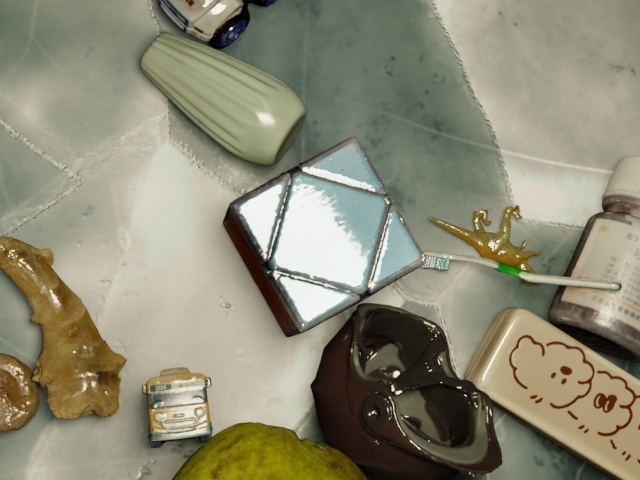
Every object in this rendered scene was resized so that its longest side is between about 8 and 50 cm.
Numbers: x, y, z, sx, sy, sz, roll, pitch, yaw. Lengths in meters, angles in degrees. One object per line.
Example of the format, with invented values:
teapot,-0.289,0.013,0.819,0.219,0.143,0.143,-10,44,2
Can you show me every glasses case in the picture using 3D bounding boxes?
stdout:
glasses case,0.383,0.237,1.772,0.336,0.076,0.144,31,83,-9

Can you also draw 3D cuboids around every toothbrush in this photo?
toothbrush,0.285,0.044,1.742,0.303,0.030,0.030,7,81,29

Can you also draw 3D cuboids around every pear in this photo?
pear,-0.071,0.444,1.579,0.351,0.352,0.414,9,89,-7

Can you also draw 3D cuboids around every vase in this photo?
vase,-0.145,-0.213,1.750,0.248,0.128,0.128,33,80,6

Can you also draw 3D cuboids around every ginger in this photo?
ginger,-0.375,0.124,1.689,0.131,0.086,0.295,-32,88,-26

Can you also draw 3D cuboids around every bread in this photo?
bread,-0.436,0.210,1.687,0.082,0.060,0.113,-17,88,-9

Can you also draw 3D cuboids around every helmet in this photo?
helmet,0.099,0.240,1.665,0.225,0.177,0.305,15,40,-43

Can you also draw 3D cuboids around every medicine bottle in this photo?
medicine bottle,0.458,0.027,1.778,0.165,0.165,0.273,26,82,-4

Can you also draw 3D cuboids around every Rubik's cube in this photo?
Rubik's cube,0.000,0.000,1.698,0.205,0.207,0.205,-29,87,-10

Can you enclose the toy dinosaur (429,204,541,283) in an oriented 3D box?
toy dinosaur,0.251,0.014,1.816,0.162,0.039,0.126,-9,86,-7

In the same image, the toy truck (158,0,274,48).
toy truck,-0.137,-0.398,1.740,0.213,0.177,0.161,-45,92,-11

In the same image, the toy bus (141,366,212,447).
toy bus,-0.196,0.229,1.656,0.091,0.182,0.103,-5,82,-8
